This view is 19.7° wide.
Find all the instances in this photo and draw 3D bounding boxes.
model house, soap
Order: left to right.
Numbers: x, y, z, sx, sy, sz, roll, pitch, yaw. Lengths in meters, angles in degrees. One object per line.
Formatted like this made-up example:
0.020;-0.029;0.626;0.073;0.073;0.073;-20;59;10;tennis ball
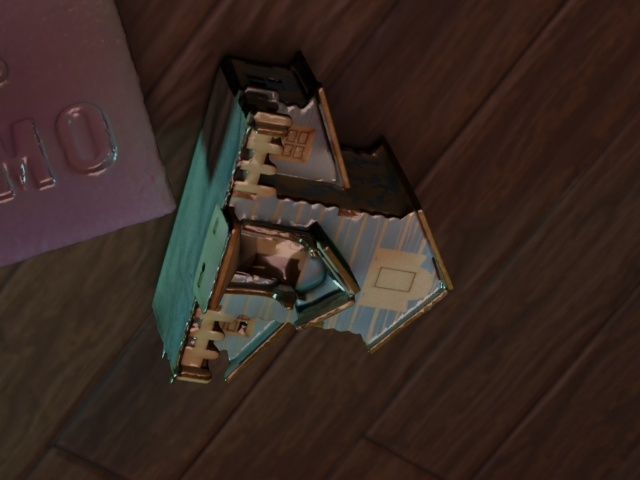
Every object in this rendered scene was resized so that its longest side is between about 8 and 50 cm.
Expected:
-0.279;-0.108;1.361;0.296;0.107;0.285;-19;132;-5;soap
0.000;0.000;1.482;0.206;0.178;0.271;10;113;-20;model house
